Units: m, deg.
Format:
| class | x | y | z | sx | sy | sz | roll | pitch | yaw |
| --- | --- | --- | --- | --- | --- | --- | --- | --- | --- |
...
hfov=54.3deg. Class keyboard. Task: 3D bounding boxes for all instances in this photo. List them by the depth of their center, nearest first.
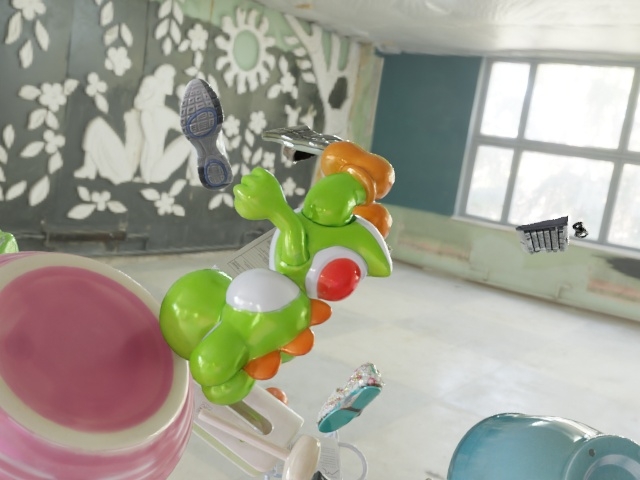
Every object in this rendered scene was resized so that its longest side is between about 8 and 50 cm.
| class | x | y | z | sx | sy | sz | roll | pitch | yaw |
| --- | --- | --- | --- | --- | --- | --- | --- | --- | --- |
| keyboard | 0.378 | -0.006 | 1.007 | 0.108 | 0.023 | 0.180 | -13 | -16 | 19 |

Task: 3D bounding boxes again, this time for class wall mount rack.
| class | x | y | z | sx | sy | sz | roll | pitch | yaw |
| --- | --- | --- | --- | --- | --- | --- | --- | --- | --- |
| wall mount rack | -0.055 | 0.599 | 1.520 | 0.349 | 0.130 | 0.304 | 16 | 43 | -21 |

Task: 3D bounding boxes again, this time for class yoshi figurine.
| class | x | y | z | sx | sy | sz | roll | pitch | yaw |
| --- | --- | --- | --- | --- | --- | --- | --- | --- | --- |
| yoshi figurine | -0.062 | 0.030 | 0.769 | 0.362 | 0.203 | 0.203 | -49 | 11 | -36 |

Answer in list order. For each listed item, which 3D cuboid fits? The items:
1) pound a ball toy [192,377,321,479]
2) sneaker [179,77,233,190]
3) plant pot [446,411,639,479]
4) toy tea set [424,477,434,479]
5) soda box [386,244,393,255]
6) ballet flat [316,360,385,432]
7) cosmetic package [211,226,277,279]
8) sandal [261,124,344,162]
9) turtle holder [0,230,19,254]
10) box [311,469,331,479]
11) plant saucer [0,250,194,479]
| class | x | y | z | sx | sy | sz | roll | pitch | yaw |
| --- | --- | --- | --- | --- | --- | --- | --- | --- | --- |
| pound a ball toy | -0.137 | 0.251 | 0.989 | 0.319 | 0.136 | 0.208 | 36 | -27 | 4 |
| sneaker | -0.300 | -0.277 | 1.602 | 0.110 | 0.297 | 0.129 | -10 | 37 | -10 |
| plant pot | 0.370 | 0.390 | 0.941 | 0.271 | 0.272 | 0.255 | 7 | -21 | -15 |
| toy tea set | 0.131 | 0.507 | 1.028 | 0.124 | 0.336 | 0.200 | 0 | 50 | -7 |
| soda box | 0.127 | 0.047 | 1.799 | 0.058 | 0.061 | 0.181 | 39 | 32 | 30 |
| ballet flat | 0.068 | 0.362 | 1.444 | 0.091 | 0.241 | 0.077 | 21 | 40 | -27 |
| cosmetic package | -0.126 | 0.087 | 1.384 | 0.153 | 0.129 | 0.296 | 45 | 33 | 7 |
| sandal | -0.051 | -0.232 | 1.567 | 0.120 | 0.086 | 0.302 | -16 | 27 | -31 |
| turtle holder | -0.566 | 0.118 | 0.991 | 0.243 | 0.227 | 0.320 | -39 | 1 | -25 |
| box | -0.095 | 0.642 | 1.213 | 0.073 | 0.295 | 0.293 | 39 | 24 | -7 |
| plant saucer | -0.274 | 0.135 | 0.691 | 0.332 | 0.084 | 0.332 | 33 | 31 | -23 |
